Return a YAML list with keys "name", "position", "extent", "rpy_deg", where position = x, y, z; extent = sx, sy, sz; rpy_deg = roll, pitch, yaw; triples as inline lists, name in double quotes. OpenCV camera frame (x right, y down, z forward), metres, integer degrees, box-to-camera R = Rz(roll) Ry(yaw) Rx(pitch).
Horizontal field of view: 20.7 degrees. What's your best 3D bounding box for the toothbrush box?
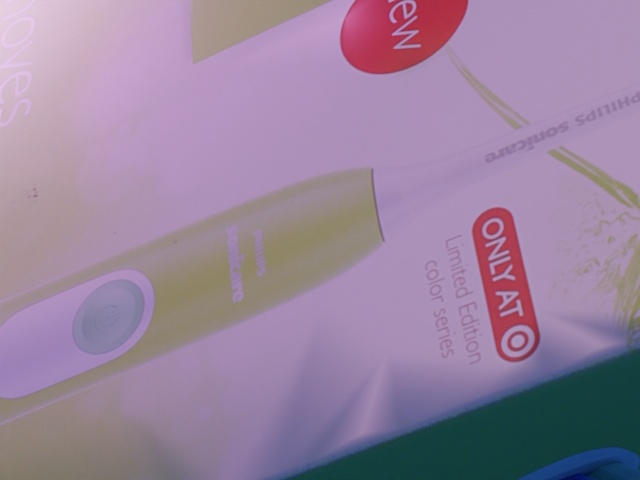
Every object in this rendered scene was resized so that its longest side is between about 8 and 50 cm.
- name: "toothbrush box"
  position: [0.000, 0.000, 0.423]
  extent: [0.283, 0.122, 0.206]
  rpy_deg: [-21, 48, 18]
